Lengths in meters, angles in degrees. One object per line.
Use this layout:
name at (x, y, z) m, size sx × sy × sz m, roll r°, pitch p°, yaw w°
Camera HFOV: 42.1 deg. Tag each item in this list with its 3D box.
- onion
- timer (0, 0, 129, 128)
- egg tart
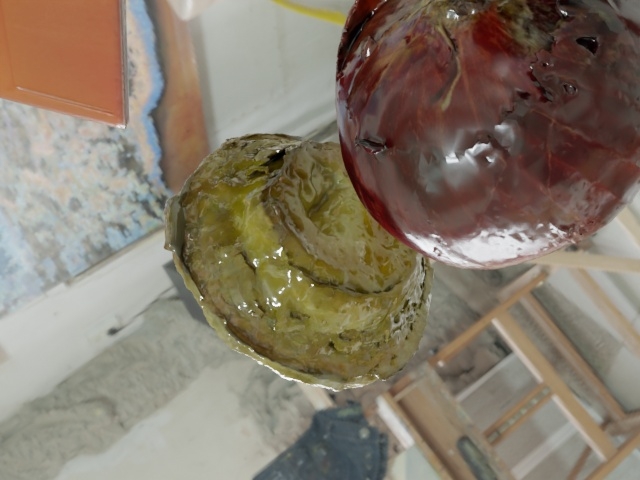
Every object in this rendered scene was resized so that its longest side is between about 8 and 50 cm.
onion at (0.143, -0.114, 0.665) m, size 0.276 × 0.276 × 0.276 m, roll 44°, pitch 155°, yaw 27°
timer at (-0.253, -0.292, 0.854) m, size 0.257 × 0.161 × 0.250 m, roll 104°, pitch 174°, yaw -51°
egg tart at (0.003, 0.003, 0.914) m, size 0.341 × 0.341 × 0.129 m, roll 55°, pitch 139°, yaw 5°
